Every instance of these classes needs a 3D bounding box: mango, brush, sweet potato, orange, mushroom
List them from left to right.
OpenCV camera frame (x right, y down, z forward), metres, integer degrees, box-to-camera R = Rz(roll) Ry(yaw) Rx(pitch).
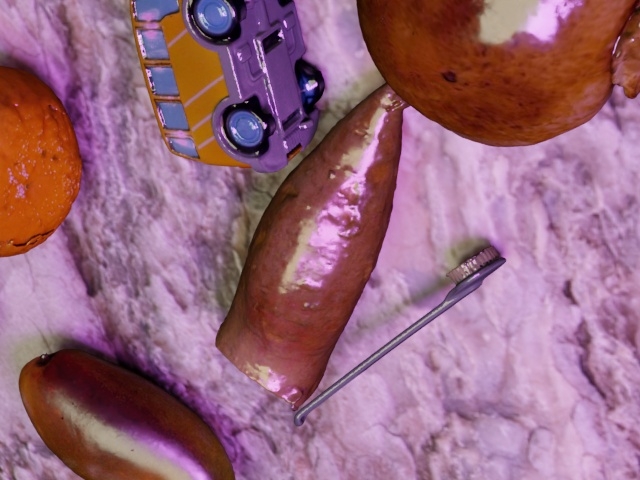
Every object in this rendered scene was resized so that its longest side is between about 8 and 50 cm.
[{"bbox_3d":[-0.325,-0.078,1.293,0.161,0.193,0.193,10,121,35],"label":"orange"},{"bbox_3d":[-0.206,0.212,1.448,0.267,0.111,0.133,33,107,2],"label":"mango"},{"bbox_3d":[-0.002,-0.002,1.252,0.131,0.131,0.337,25,123,5],"label":"sweet potato"},{"bbox_3d":[0.068,0.092,1.289,0.266,0.062,0.027,-40,80,16],"label":"brush"},{"bbox_3d":[0.157,-0.194,1.056,0.283,0.195,0.263,9,114,15],"label":"mushroom"}]

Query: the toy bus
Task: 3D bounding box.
[{"bbox_3d":[-0.090,-0.168,1.202,0.136,0.126,0.209,1,117,29],"label":"toy bus"}]
